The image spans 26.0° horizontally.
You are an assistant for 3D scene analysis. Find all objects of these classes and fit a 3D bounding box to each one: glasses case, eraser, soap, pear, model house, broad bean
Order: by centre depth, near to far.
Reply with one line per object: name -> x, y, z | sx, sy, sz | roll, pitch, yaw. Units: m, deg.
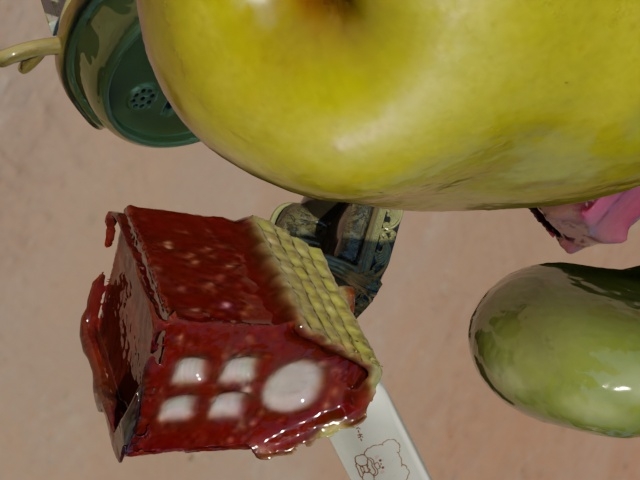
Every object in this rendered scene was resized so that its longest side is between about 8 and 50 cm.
pear -> 0.094, -0.188, 0.702 | 0.418, 0.362, 0.362 | -35, 142, -45
broad bean -> 0.255, 0.091, 1.206 | 0.291, 0.238, 0.119 | -12, 118, -50
model house -> -0.068, 0.082, 1.245 | 0.254, 0.196, 0.160 | 1, 123, -22
eraser -> -0.255, -0.236, 1.363 | 0.038, 0.083, 0.019 | -21, 139, -4
glasses case -> 0.060, 0.217, 1.399 | 0.074, 0.049, 0.193 | -25, 114, 3
soap -> 0.359, -0.141, 1.644 | 0.127, 0.220, 0.325 | 31, 101, -28

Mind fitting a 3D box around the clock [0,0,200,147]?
clock -> -0.130, -0.181, 1.244 | 0.308, 0.096, 0.235 | 0, 138, -41

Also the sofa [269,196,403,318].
sofa -> 0.000, 0.000, 2.078 | 0.200, 0.182, 0.258 | -52, -163, 56
